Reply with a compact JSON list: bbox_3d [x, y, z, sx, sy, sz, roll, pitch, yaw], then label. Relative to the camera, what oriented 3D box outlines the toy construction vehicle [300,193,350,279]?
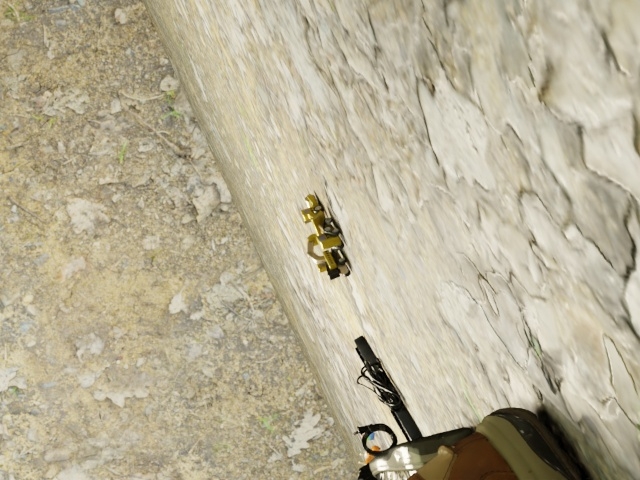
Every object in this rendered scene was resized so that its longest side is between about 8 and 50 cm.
[{"bbox_3d":[0.000,0.000,1.195,0.098,0.035,0.086,-122,9,-49],"label":"toy construction vehicle"}]

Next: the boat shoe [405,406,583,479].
[{"bbox_3d":[0.136,0.242,0.568,0.122,0.120,0.324,71,172,-47],"label":"boat shoe"}]

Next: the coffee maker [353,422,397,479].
[{"bbox_3d":[0.106,0.341,1.376,0.178,0.120,0.171,80,-173,-64],"label":"coffee maker"}]

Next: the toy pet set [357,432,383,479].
[{"bbox_3d":[0.105,0.405,1.910,0.122,0.065,0.114,111,169,-78],"label":"toy pet set"}]

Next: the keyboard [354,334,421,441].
[{"bbox_3d":[0.074,0.195,1.328,0.192,0.038,0.100,57,170,49],"label":"keyboard"}]

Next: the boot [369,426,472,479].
[{"bbox_3d":[0.111,0.268,0.953,0.236,0.085,0.178,99,156,-73],"label":"boot"}]
